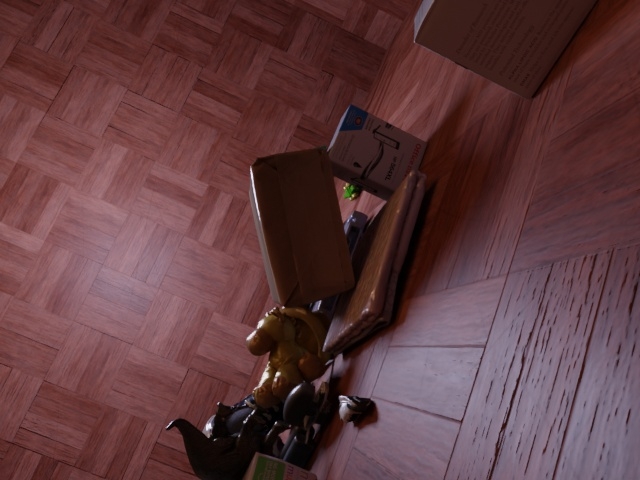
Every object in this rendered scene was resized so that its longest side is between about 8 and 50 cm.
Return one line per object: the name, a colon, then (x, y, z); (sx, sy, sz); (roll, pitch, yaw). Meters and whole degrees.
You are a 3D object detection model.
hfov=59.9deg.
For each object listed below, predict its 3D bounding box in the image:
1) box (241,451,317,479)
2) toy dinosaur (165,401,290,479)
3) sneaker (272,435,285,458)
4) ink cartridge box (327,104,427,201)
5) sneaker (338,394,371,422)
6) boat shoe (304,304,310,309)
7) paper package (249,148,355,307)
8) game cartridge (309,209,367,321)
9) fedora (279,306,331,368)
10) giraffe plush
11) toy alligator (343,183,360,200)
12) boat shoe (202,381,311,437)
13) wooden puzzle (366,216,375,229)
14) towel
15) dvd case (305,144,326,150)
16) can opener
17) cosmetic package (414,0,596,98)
box: (-0.111, 0.533, 0.896); (0.262, 0.126, 0.231); (-75, 9, -62)
toy dinosaur: (-0.156, 0.385, 1.008); (0.313, 0.121, 0.160); (31, -98, -58)
sneaker: (-0.098, 0.489, 1.256); (0.068, 0.071, 0.170); (-46, -16, -16)
ink cartridge box: (0.123, -0.193, 1.269); (0.086, 0.203, 0.148); (141, 152, -74)
sneaker: (0.055, 0.272, 0.890); (0.109, 0.040, 0.044); (121, 155, -73)
boat shoe: (-0.076, 0.225, 1.570); (0.207, 0.073, 0.073); (-64, -32, -4)
paper package: (-0.053, -0.015, 1.249); (0.325, 0.168, 0.310); (152, 106, -81)
game cartridge: (0.033, 0.109, 1.602); (0.230, 0.068, 0.355); (117, 174, -67)
fedora: (-0.024, 0.229, 1.345); (0.079, 0.194, 0.194); (-23, -27, -40)
giraffe plush: (-0.084, 0.235, 1.196); (0.181, 0.171, 0.210); (-35, -6, 38)
toy alligator: (0.126, -0.188, 1.989); (0.051, 0.056, 0.190); (-26, -6, -16)
boat shoe: (-0.135, 0.376, 1.273); (0.158, 0.127, 0.340); (-60, -17, 6)
wooden puzzle: (0.133, -0.031, 1.494); (0.049, 0.006, 0.083); (-72, 8, -47)
towel: (0.108, 0.059, 1.134); (0.332, 0.053, 0.317); (123, 168, -63)
dvd case: (-0.033, -0.187, 1.265); (0.119, 0.087, 0.013); (147, 107, -83)
can opener: (-0.052, 0.395, 1.111); (0.074, 0.093, 0.280); (-85, 15, -70)
cosmetic package: (0.244, -0.321, 0.771); (0.151, 0.183, 0.151); (-74, 10, -57)
